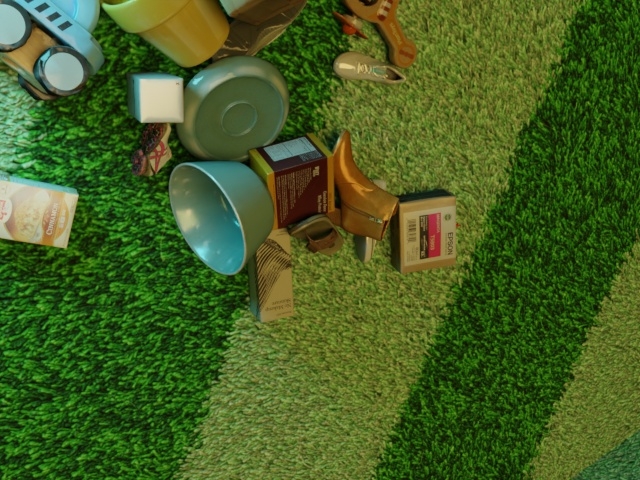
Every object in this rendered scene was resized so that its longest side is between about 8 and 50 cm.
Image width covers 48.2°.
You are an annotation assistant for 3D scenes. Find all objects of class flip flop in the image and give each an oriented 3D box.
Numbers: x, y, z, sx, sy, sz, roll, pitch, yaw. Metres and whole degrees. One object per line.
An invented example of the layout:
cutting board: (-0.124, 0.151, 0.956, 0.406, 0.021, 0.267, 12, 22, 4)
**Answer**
flip flop: (0.000, 0.000, 2.028, 0.112, 0.080, 0.277, -27, 155, 11)

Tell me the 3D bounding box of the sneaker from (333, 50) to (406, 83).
sneaker: (0.142, -0.477, 1.995, 0.212, 0.094, 0.080, 3, 107, -26)

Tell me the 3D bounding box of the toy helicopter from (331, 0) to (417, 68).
toy helicopter: (0.157, -0.604, 1.942, 0.235, 0.140, 0.355, -45, 128, -9)

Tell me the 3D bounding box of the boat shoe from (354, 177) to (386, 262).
boat shoe: (0.159, -0.058, 2.144, 0.084, 0.095, 0.258, -3, 109, -20)

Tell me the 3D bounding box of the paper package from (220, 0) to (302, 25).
paper package: (-0.184, -0.668, 1.599, 0.168, 0.309, 0.324, -27, 99, 11)

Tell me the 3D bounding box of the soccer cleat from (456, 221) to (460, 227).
soccer cleat: (0.411, -0.048, 2.307, 0.083, 0.029, 0.035, 7, 113, -24)

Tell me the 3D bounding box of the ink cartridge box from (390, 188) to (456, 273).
ink cartridge box: (0.319, -0.028, 2.222, 0.193, 0.088, 0.234, -9, 111, -13)

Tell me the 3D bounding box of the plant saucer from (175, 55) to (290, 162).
plant saucer: (-0.215, -0.321, 1.842, 0.318, 0.043, 0.317, -19, 136, -20)

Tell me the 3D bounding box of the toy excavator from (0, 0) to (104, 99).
toy excavator: (-0.610, -0.589, 1.562, 0.433, 0.222, 0.445, 40, 74, -30)

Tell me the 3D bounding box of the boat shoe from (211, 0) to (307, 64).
boat shoe: (-0.160, -0.553, 1.834, 0.118, 0.103, 0.320, 43, 80, -11)

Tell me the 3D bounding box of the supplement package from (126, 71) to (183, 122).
supplement package: (-0.402, -0.348, 1.730, 0.105, 0.179, 0.105, -5, 108, -24)

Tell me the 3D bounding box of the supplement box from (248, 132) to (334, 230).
supplement box: (-0.076, -0.161, 1.948, 0.194, 0.129, 0.191, -18, 133, -19)

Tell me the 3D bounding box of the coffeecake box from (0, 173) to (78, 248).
coffeecake box: (-0.703, -0.070, 1.745, 0.186, 0.068, 0.142, 11, 103, -27)

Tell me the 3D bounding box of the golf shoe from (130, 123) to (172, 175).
golf shoe: (-0.410, -0.235, 1.800, 0.086, 0.067, 0.186, -4, 147, -40)

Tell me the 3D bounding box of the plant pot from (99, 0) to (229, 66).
plant pot: (-0.343, -0.546, 1.668, 0.254, 0.254, 0.239, -47, 135, -4)

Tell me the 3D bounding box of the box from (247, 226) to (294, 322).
box: (-0.146, 0.086, 2.048, 0.113, 0.094, 0.275, -12, 111, -23)

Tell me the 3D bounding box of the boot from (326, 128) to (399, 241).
boot: (0.125, -0.155, 2.031, 0.211, 0.104, 0.295, 17, 114, 15)

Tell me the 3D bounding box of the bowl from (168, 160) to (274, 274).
bowl: (-0.237, -0.084, 1.858, 0.163, 0.312, 0.311, -32, 119, -35)
